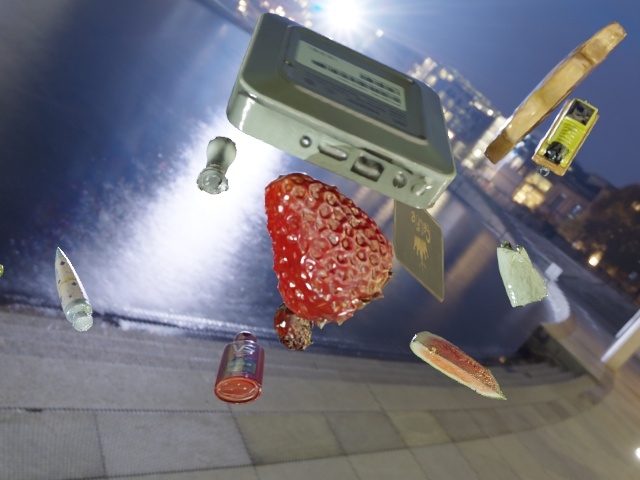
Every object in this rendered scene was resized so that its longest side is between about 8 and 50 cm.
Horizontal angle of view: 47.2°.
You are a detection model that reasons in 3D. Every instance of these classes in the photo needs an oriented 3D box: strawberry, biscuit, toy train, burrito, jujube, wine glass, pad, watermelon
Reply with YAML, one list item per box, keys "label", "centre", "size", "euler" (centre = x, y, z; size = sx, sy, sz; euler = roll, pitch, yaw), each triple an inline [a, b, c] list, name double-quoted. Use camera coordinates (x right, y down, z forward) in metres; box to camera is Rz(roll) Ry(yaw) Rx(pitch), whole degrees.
- label: "strawberry"
  centre: [0.000, 0.000, 1.157]
  size: [0.244, 0.205, 0.205]
  euler: [59, 4, -18]
- label: "biscuit"
  centre: [0.412, -0.260, 1.346]
  size: [0.052, 0.275, 0.355]
  euler: [47, -18, 6]
- label: "toy train"
  centre: [0.595, -0.255, 1.771]
  size: [0.089, 0.219, 0.127]
  euler: [33, -5, 11]
- label: "burrito"
  centre: [0.335, 0.055, 1.237]
  size: [0.074, 0.044, 0.118]
  euler: [-21, 86, -32]
- label: "jujube"
  centre: [-0.074, 0.225, 1.893]
  size: [0.104, 0.104, 0.166]
  euler: [48, -28, 41]
- label: "wine glass"
  centre: [-0.216, -0.158, 1.543]
  size: [0.072, 0.072, 0.155]
  euler: [35, 28, -19]
- label: "pad"
  centre: [0.301, -0.030, 2.021]
  size: [0.375, 0.063, 0.315]
  euler: [38, 47, -53]
- label: "watermelon"
  centre: [0.272, 0.248, 1.482]
  size: [0.245, 0.063, 0.119]
  euler: [35, -4, -16]

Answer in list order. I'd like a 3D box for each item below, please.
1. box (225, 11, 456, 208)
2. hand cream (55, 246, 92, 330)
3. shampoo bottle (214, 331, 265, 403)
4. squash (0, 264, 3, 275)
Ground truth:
- label: "box"
  centre: [0.043, -0.244, 1.313]
  size: [0.396, 0.111, 0.397]
  euler: [21, 32, -12]
- label: "hand cream"
  centre: [-0.419, 0.085, 1.232]
  size: [0.043, 0.065, 0.171]
  euler: [-11, 41, -25]
- label: "shampoo bottle"
  centre: [-0.206, 0.327, 1.922]
  size: [0.118, 0.076, 0.314]
  euler: [-2, 14, -1]
- label: "squash"
  centre: [-0.539, 0.067, 1.166]
  size: [0.027, 0.083, 0.027]
  euler: [49, 3, -4]
